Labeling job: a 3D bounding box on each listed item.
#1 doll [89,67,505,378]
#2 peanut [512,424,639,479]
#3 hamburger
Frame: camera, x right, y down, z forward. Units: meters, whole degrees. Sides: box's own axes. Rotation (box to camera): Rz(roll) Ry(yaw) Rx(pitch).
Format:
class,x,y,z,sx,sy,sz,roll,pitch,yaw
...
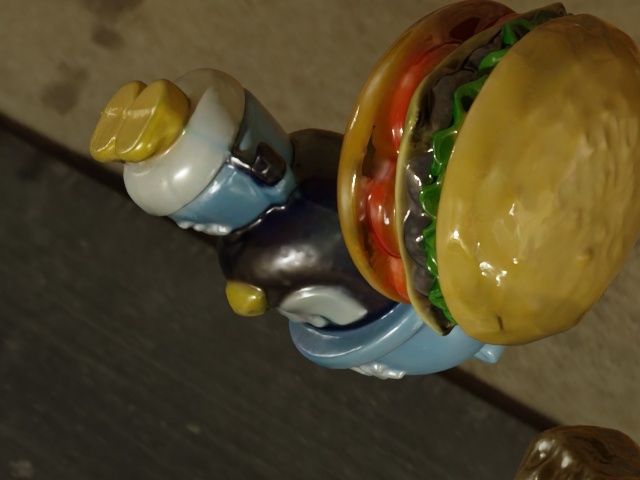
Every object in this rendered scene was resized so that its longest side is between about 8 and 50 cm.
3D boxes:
class,x,y,z,sx,sy,sz,roll,pitch,yaw
doll,0.000,0.000,1.226,0.177,0.314,0.141,5,67,64
peanut,0.141,0.188,0.849,0.110,0.233,0.196,-19,98,-1
hamburger,0.083,-0.033,0.865,0.115,0.162,0.162,23,77,37
